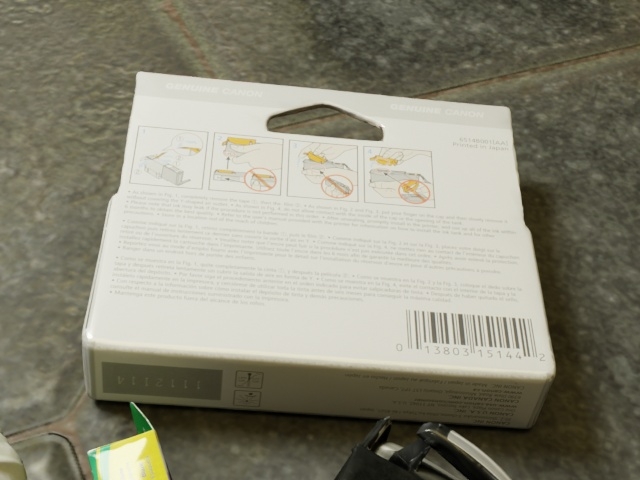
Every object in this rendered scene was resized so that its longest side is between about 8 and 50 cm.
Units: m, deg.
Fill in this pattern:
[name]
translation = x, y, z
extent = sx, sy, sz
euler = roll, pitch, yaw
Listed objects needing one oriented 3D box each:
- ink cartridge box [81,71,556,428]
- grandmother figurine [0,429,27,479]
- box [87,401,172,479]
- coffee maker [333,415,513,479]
[ink cartridge box]
translation = 0.000, 0.000, 0.806
extent = 0.296, 0.066, 0.261
euler = 5, 47, -4
[grandmother figurine]
translation = -0.183, 0.232, 0.544
extent = 0.207, 0.104, 0.342
euler = 2, 49, -18
[box]
translation = -0.080, 0.182, 0.595
extent = 0.043, 0.105, 0.179
euler = -16, 50, -8
[coffee maker]
translation = 0.070, 0.202, 0.594
extent = 0.178, 0.120, 0.171
euler = 26, 51, 14
